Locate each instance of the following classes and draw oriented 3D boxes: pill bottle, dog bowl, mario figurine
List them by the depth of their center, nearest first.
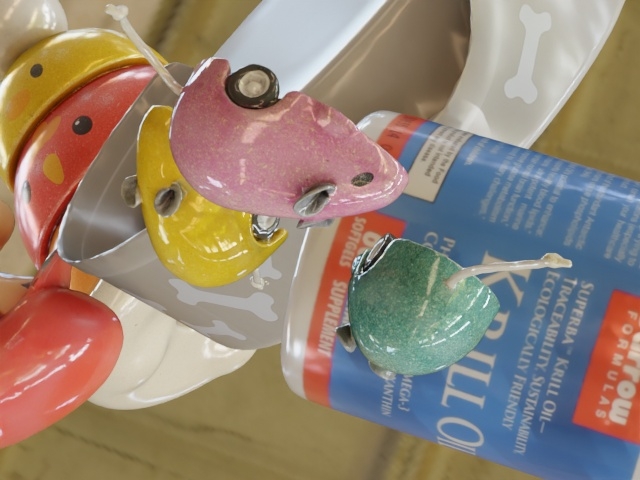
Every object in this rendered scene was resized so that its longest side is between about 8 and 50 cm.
[{"bbox_3d":[0.106,0.035,0.713,0.221,0.124,0.124,16,-110,13],"label":"pill bottle"},{"bbox_3d":[0.017,-0.088,0.957,0.349,0.102,0.349,-42,-163,16],"label":"dog bowl"},{"bbox_3d":[-0.259,0.002,0.995,0.198,0.320,0.170,-93,-157,-70],"label":"mario figurine"}]

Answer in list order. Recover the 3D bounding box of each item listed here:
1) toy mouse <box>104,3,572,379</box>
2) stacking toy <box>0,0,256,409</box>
[{"bbox_3d":[0.000,0.000,0.487,0.143,0.161,0.031,19,-114,34],"label":"toy mouse"},{"bbox_3d":[-0.229,-0.095,1.877,0.350,0.350,0.480,-42,-112,-2],"label":"stacking toy"}]
